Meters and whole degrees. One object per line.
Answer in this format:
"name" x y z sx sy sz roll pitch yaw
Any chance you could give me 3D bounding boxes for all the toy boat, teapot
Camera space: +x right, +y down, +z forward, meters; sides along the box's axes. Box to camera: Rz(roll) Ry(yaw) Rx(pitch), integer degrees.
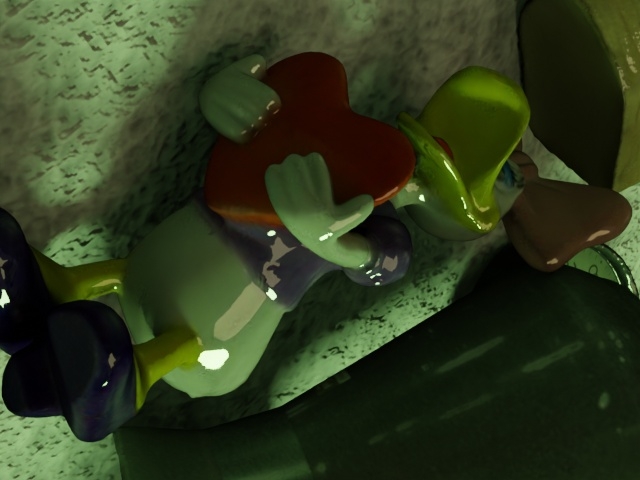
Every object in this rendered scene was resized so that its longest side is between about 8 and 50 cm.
"toy boat" 0.187 -0.119 0.850 0.061 0.116 0.188 -29 141 -13
"teapot" 0.053 0.168 0.848 0.344 0.253 0.300 -14 175 -9

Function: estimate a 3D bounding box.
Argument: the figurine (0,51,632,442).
"figurine" -0.004 -0.001 0.733 0.421 0.154 0.193 -27 144 -24

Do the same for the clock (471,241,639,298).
"clock" 0.190 0.082 1.035 0.185 0.040 0.184 -7 103 -36
